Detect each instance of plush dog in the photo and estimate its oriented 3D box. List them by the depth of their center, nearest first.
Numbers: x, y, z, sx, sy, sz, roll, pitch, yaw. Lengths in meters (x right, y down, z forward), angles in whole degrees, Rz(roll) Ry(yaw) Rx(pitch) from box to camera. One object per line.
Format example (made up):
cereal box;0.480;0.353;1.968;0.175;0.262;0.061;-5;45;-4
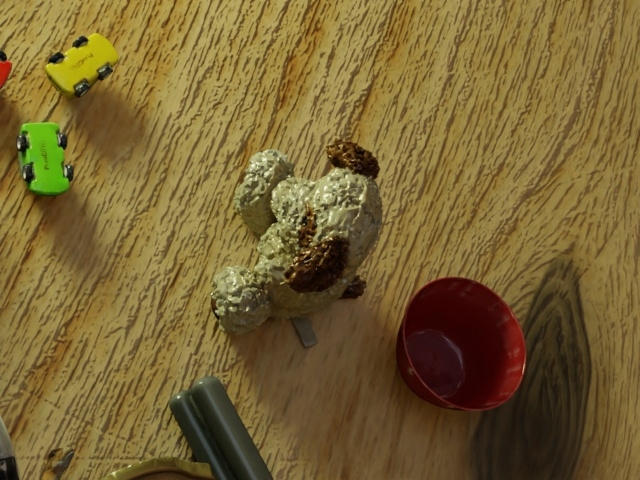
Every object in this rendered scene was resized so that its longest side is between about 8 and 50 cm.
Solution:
plush dog;0.000;0.000;1.949;0.210;0.225;0.262;22;60;-15

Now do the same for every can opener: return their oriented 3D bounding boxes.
can opener;-0.079;0.295;1.889;0.283;0.076;0.095;61;26;9

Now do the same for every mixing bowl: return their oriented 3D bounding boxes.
mixing bowl;0.167;0.148;2.041;0.181;0.098;0.181;11;64;-22

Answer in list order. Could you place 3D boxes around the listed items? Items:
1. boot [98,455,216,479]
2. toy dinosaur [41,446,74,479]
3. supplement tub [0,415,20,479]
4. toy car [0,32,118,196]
boot;-0.135;0.376;1.728;0.236;0.089;0.270;12;50;-60
toy dinosaur;-0.322;0.333;1.759;0.112;0.064;0.211;21;53;14
supplement tub;-0.496;0.271;1.603;0.338;0.207;0.207;-17;76;-31
toy car;-0.359;-0.153;1.947;0.239;0.053;0.225;-3;70;-26
